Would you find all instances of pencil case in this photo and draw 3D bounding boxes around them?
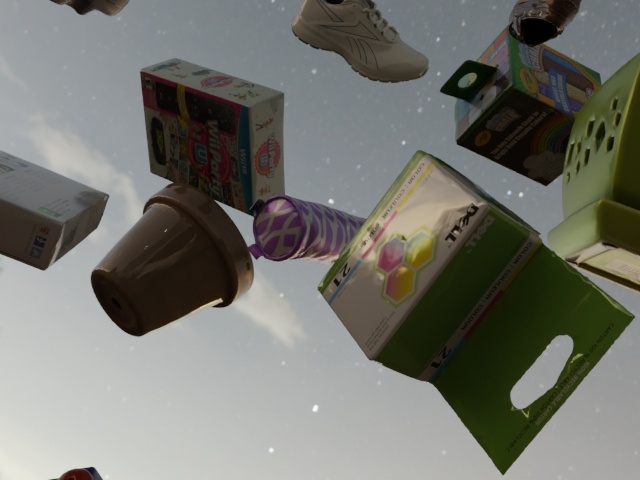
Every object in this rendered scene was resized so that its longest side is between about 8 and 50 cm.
[{"bbox_3d":[0.000,0.000,0.965,0.206,0.088,0.086,13,28,-51],"label":"pencil case"}]

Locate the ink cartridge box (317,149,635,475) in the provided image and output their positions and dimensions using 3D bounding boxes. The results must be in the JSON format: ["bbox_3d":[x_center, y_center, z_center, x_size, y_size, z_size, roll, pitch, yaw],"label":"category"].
[{"bbox_3d":[0.130,0.055,0.708,0.097,0.188,0.255,27,14,-35],"label":"ink cartridge box"}]

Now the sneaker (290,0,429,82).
[{"bbox_3d":[0.083,-0.411,1.484,0.297,0.111,0.129,28,-51,6],"label":"sneaker"}]

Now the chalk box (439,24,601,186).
[{"bbox_3d":[0.370,-0.265,1.431,0.289,0.179,0.180,23,-39,-18],"label":"chalk box"}]

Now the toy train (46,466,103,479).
[{"bbox_3d":[-0.294,0.354,0.741,0.143,0.248,0.105,-9,-49,5],"label":"toy train"}]

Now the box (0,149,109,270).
[{"bbox_3d":[-0.406,-0.073,0.800,0.322,0.058,0.232,24,8,-8],"label":"box"}]

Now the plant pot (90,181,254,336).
[{"bbox_3d":[-0.295,0.055,1.402,0.263,0.229,0.263,30,-40,29],"label":"plant pot"}]

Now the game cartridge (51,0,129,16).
[{"bbox_3d":[-0.252,-0.264,0.454,0.196,0.060,0.294,57,18,18],"label":"game cartridge"}]

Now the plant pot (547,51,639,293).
[{"bbox_3d":[0.396,-0.050,0.849,0.228,0.207,0.227,22,-9,4],"label":"plant pot"}]

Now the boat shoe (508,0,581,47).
[{"bbox_3d":[0.333,-0.337,1.160,0.073,0.073,0.207,27,-1,-3],"label":"boat shoe"}]

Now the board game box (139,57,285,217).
[{"bbox_3d":[-0.208,-0.203,1.445,0.303,0.097,0.224,23,-53,33],"label":"board game box"}]
